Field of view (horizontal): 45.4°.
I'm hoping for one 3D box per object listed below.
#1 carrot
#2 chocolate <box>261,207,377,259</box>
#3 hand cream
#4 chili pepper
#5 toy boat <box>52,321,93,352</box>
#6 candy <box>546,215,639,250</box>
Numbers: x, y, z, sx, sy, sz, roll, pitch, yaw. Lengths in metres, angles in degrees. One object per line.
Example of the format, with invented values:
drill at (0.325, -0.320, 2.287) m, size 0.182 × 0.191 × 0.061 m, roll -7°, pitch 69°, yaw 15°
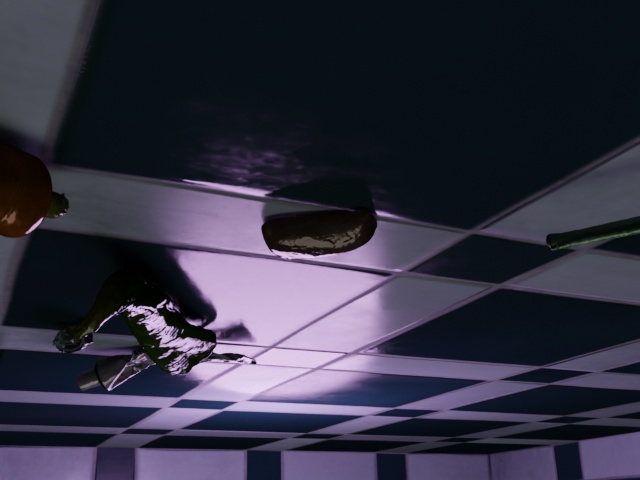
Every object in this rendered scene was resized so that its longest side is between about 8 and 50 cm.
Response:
carrot at (-0.255, -0.062, 0.448) m, size 0.061 × 0.061 × 0.256 m, roll -13°, pitch 153°, yaw 28°
chocolate at (0.000, 0.000, 0.664) m, size 0.100 × 0.031 × 0.064 m, roll -6°, pitch 164°, yaw 7°
hand cream at (-0.226, 0.181, 1.110) m, size 0.256 × 0.050 × 0.084 m, roll -9°, pitch 161°, yaw 3°
chili pepper at (-0.188, 0.092, 0.836) m, size 0.085 × 0.076 × 0.359 m, roll -29°, pitch 163°, yaw -4°
toy boat at (-0.316, 0.124, 0.962) m, size 0.038 × 0.038 × 0.083 m, roll 16°, pitch 154°, yaw -38°
candy at (0.318, -0.032, 0.514) m, size 0.335 × 0.093 × 0.092 m, roll -12°, pitch 167°, yaw 29°
